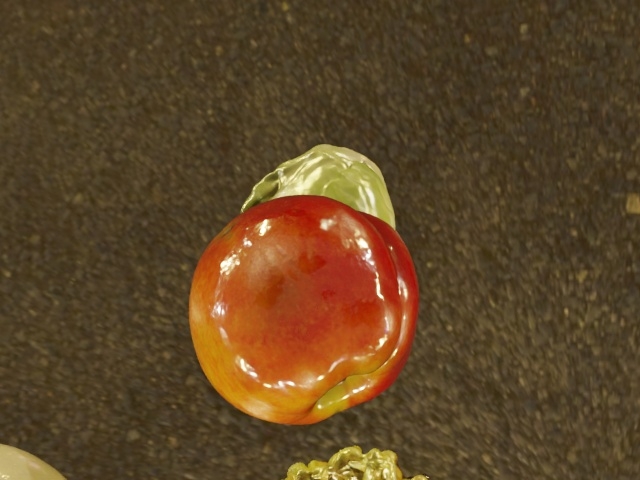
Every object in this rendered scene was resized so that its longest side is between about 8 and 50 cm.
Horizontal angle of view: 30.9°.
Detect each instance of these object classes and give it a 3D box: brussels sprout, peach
[{"bbox_3d":[0.005,0.004,1.093,0.183,0.131,0.145,-48,48,-6],"label":"brussels sprout"},{"bbox_3d":[-0.008,0.025,0.481,0.101,0.101,0.100,-4,74,13],"label":"peach"}]

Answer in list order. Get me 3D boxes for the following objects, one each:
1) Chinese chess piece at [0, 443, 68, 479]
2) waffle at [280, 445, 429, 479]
[{"bbox_3d":[-0.330,0.317,1.128,0.251,0.097,0.250,4,107,15],"label":"Chinese chess piece"},{"bbox_3d":[0.033,0.303,1.014,0.238,0.059,0.243,-20,84,40],"label":"waffle"}]
